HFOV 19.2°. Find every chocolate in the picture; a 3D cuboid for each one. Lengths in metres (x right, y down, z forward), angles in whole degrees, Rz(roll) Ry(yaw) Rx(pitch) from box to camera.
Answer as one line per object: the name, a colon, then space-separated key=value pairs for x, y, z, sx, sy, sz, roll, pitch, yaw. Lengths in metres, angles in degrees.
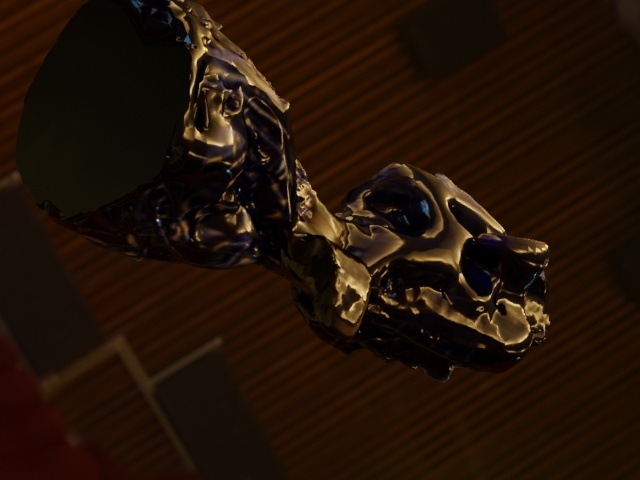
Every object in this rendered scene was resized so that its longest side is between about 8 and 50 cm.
chocolate: x=0.005 y=0.000 z=0.984 sx=0.343 sy=0.126 sz=0.148 roll=29 pitch=28 yaw=-39
